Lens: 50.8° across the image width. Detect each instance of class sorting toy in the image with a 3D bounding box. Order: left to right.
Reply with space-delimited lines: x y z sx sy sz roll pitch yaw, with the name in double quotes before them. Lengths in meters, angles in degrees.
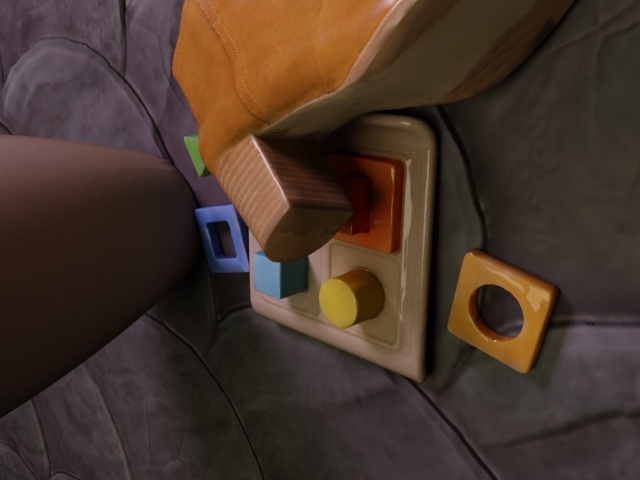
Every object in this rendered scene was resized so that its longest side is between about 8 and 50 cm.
"sorting toy" 0.000 0.000 0.498 0.348 0.047 0.195 15 117 41

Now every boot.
"boot" 0.007 -0.150 0.398 0.295 0.104 0.211 -47 56 30

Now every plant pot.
"plant pot" -0.251 0.010 0.590 0.257 0.274 0.256 21 121 39
